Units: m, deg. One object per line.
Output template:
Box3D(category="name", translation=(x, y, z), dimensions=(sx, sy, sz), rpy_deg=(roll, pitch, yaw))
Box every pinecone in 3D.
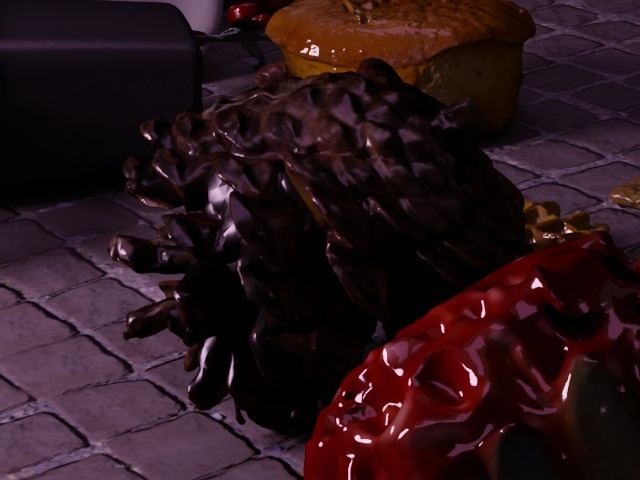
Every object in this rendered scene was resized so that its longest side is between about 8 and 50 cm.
Box3D(category="pinecone", translation=(-0.001, 0.006, 1.344), dimensions=(0.295, 0.242, 0.298), rpy_deg=(-16, 21, 8))

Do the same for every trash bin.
Box3D(category="trash bin", translation=(-0.266, -0.144, 1.818), dimensions=(0.290, 0.182, 0.209), rpy_deg=(-3, 22, -15))

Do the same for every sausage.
Box3D(category="sausage", translation=(-0.011, -0.193, 2.079), dimensions=(0.042, 0.036, 0.158), rpy_deg=(22, 32, 30))

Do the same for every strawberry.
Box3D(category="strawberry", translation=(0.114, 0.159, 0.973), dimensions=(0.317, 0.295, 0.345), rpy_deg=(30, -11, -14))

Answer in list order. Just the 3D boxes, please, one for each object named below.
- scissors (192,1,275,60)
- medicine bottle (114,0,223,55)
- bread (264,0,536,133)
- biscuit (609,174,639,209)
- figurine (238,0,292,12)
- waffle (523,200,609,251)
Box3D(category="scissors", translation=(-0.078, -0.215, 2.024), dimensions=(0.144, 0.017, 0.247), rpy_deg=(-14, -5, 22))
Box3D(category="medicine bottle", translation=(-0.248, -0.302, 2.149), dimensions=(0.202, 0.202, 0.316), rpy_deg=(-10, 24, -18))
Box3D(category="bread", translation=(0.078, -0.179, 1.908), dimensions=(0.268, 0.146, 0.268), rpy_deg=(0, 20, 0))
Box3D(category="biscuit", translation=(0.313, -0.042, 1.713), dimensions=(0.083, 0.018, 0.081), rpy_deg=(16, 29, 38))
Box3D(category="figurine", translation=(-0.037, -0.357, 2.307), dimensions=(0.257, 0.181, 0.208), rpy_deg=(-3, 51, 16))
Box3D(category="waffle", translation=(0.121, 0.017, 1.555), dimensions=(0.231, 0.051, 0.229), rpy_deg=(3, 24, 14))
